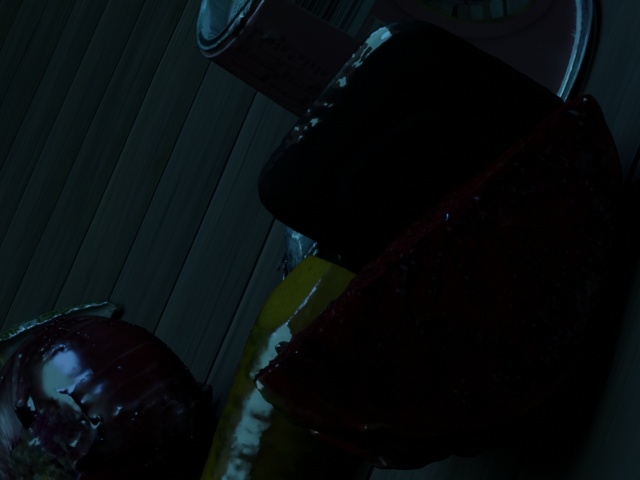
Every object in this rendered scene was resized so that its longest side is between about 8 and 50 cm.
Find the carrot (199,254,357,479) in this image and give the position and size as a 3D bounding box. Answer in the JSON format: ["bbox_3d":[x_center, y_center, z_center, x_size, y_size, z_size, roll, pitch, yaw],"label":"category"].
[{"bbox_3d":[-0.034,0.162,1.442,0.114,0.114,0.301,10,76,66],"label":"carrot"}]

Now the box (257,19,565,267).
[{"bbox_3d":[0.070,-0.057,1.332,0.212,0.201,0.042,-46,36,30],"label":"box"}]

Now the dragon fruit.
[{"bbox_3d":[0.092,0.064,1.241,0.317,0.152,0.205,-41,3,-23],"label":"dragon fruit"}]

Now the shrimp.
[{"bbox_3d":[0.000,0.000,1.589,0.090,0.079,0.232,-18,55,65],"label":"shrimp"}]

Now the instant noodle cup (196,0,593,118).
[{"bbox_3d":[0.048,-0.169,1.429,0.244,0.255,0.244,-51,25,34],"label":"instant noodle cup"}]

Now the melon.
[{"bbox_3d":[-0.323,0.132,2.098,0.202,0.139,0.093,-43,53,35],"label":"melon"}]

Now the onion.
[{"bbox_3d":[-0.186,0.183,1.660,0.252,0.219,0.252,22,120,45],"label":"onion"}]
